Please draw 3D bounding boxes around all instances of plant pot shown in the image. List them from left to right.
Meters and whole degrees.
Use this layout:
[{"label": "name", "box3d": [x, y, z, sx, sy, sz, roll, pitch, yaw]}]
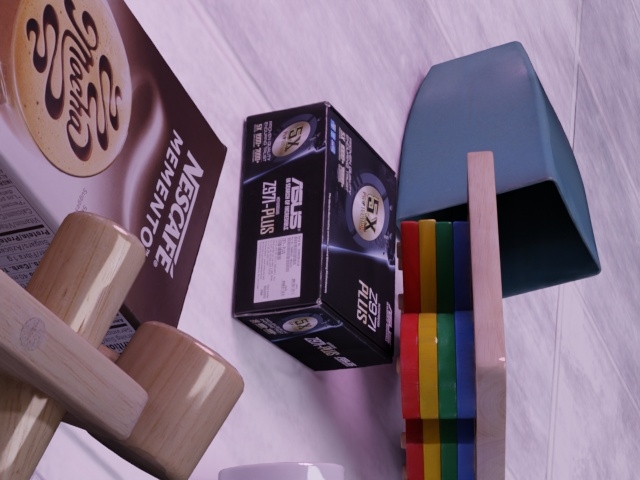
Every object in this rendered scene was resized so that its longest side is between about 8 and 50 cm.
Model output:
[{"label": "plant pot", "box3d": [0.182, -0.082, 1.563, 0.165, 0.166, 0.234, 54, 28, -45]}]

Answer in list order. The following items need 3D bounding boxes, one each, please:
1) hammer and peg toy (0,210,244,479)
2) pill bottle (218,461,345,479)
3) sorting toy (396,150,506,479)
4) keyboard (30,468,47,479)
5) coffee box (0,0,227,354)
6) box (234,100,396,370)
[{"label": "hammer and peg toy", "box3d": [-0.203, 0.014, 0.597, 0.127, 0.266, 0.361, -63, 144, -19]}, {"label": "pill bottle", "box3d": [-0.024, 0.268, 1.024, 0.124, 0.124, 0.221, 25, 59, -61]}, {"label": "sorting toy", "box3d": [0.113, 0.098, 1.316, 0.257, 0.089, 0.255, -86, 173, -45]}, {"label": "keyboard", "box3d": [-0.168, 0.175, 0.876, 0.072, 0.014, 0.256, -76, 147, -41]}, {"label": "coffee box", "box3d": [-0.181, -0.079, 0.808, 0.297, 0.119, 0.168, 56, 33, -42]}, {"label": "box", "box3d": [0.000, 0.000, 1.224, 0.147, 0.078, 0.180, 42, 45, -55]}]
